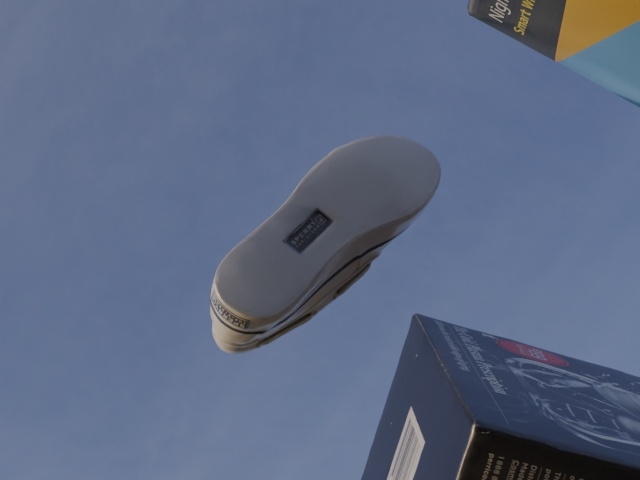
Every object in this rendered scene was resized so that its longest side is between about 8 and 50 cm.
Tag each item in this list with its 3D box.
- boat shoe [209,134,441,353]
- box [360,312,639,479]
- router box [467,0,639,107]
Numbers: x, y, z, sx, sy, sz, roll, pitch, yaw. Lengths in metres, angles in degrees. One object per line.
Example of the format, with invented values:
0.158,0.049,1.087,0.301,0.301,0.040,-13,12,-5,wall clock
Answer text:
0.000,0.000,0.993,0.258,0.095,0.084,-35,-20,-32,boat shoe
0.214,0.212,0.935,0.312,0.343,0.179,17,-82,-5,box
0.121,-0.097,0.341,0.046,0.133,0.179,-55,-11,-19,router box
